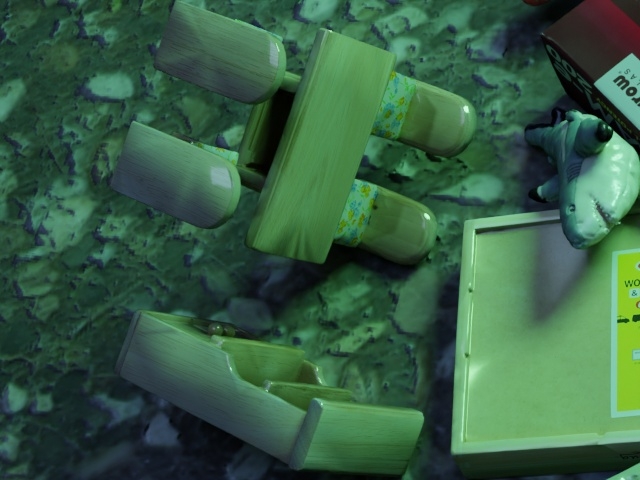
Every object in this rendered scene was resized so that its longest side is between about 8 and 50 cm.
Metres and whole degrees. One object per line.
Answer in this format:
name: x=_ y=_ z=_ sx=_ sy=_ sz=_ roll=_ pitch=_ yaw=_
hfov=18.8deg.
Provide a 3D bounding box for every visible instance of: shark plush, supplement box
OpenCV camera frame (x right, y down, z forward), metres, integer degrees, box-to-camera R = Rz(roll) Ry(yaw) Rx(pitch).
shark plush: x=0.149 y=-0.049 z=1.192 sx=0.067 sy=0.073 sz=0.161 roll=-49 pitch=34 yaw=7
supplement box: x=0.275 y=-0.148 z=1.222 sx=0.239 sy=0.073 sz=0.130 roll=-38 pitch=52 yaw=-2

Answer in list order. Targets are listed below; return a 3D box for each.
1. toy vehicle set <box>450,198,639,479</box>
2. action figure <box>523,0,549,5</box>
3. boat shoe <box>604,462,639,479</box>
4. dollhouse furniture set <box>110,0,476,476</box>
toy vehicle set: x=0.211 y=0.051 z=1.141 sx=0.267 sy=0.035 sz=0.166 roll=-6 pitch=56 yaw=21
action figure: x=0.231 y=-0.268 z=1.301 sx=0.280 sy=0.091 sz=0.139 roll=-38 pitch=56 yaw=6
boat shoe: x=0.258 y=0.168 z=0.922 sx=0.500 sy=0.156 sz=0.187 roll=-21 pitch=18 yaw=-15
dollhouse furniture set: x=0.000 y=0.000 z=1.169 sx=0.161 sy=0.212 sz=0.242 roll=23 pitch=97 yaw=36
